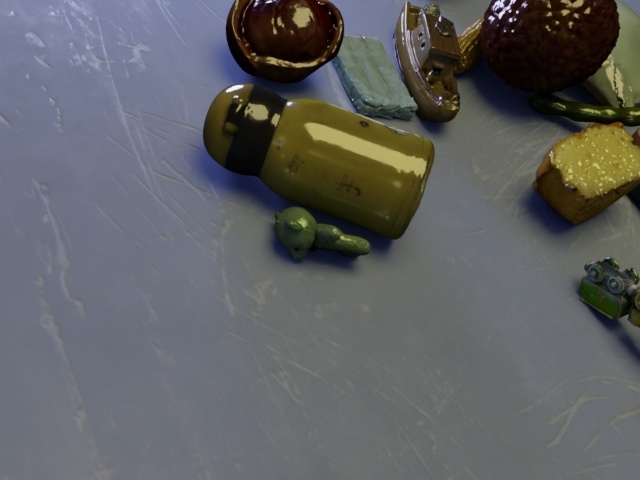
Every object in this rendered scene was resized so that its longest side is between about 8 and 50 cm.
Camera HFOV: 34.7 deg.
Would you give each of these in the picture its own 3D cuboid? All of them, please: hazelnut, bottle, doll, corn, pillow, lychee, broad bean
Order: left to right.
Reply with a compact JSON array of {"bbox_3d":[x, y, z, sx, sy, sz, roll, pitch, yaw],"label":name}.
[{"bbox_3d":[-0.068,-0.360,1.793,0.202,0.160,0.170,-6,53,-36],"label":"hazelnut"},{"bbox_3d":[-0.011,-0.139,1.607,0.351,0.171,0.171,21,44,-4],"label":"bottle"},{"bbox_3d":[0.000,0.000,1.551,0.150,0.077,0.115,17,0,-16],"label":"doll"},{"bbox_3d":[0.307,-0.395,2.060,0.068,0.068,0.207,38,46,12],"label":"corn"},{"bbox_3d":[0.441,-0.399,1.963,0.261,0.260,0.260,13,46,-13],"label":"lychee"},{"bbox_3d":[0.532,-0.254,2.003,0.256,0.052,0.052,8,82,12],"label":"broad bean"},{"bbox_3d":[0.616,-0.396,2.164,0.310,0.119,0.312,-24,64,-34],"label":"pillow"}]

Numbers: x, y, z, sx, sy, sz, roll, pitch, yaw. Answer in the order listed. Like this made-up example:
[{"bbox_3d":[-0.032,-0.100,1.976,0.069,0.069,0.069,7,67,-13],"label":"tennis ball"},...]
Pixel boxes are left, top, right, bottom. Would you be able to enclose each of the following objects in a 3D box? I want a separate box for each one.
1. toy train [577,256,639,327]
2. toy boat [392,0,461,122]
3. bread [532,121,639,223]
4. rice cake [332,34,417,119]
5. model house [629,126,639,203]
[{"bbox_3d":[0.504,0.098,1.648,0.060,0.081,0.202,-15,35,-33],"label":"toy train"},{"bbox_3d":[0.211,-0.346,1.937,0.089,0.121,0.321,12,45,-22],"label":"toy boat"},{"bbox_3d":[0.469,-0.108,1.817,0.229,0.139,0.143,-20,62,-36],"label":"bread"},{"bbox_3d":[0.091,-0.311,1.905,0.124,0.038,0.211,2,49,-24],"label":"rice cake"},{"bbox_3d":[0.716,-0.170,1.886,0.185,0.291,0.253,1,49,-30],"label":"model house"}]
